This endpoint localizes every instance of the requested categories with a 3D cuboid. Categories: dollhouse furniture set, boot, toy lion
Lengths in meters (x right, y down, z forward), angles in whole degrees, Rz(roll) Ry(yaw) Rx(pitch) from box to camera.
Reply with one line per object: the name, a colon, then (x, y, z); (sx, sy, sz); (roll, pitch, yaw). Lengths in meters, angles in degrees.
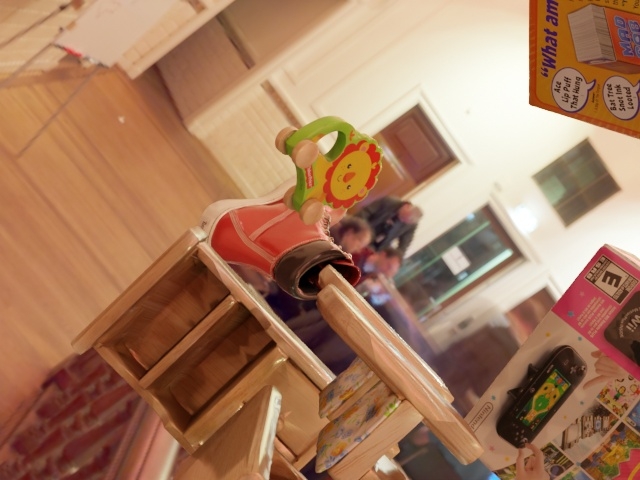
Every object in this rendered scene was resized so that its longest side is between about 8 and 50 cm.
dollhouse furniture set: (-0.065, 0.092, 0.421); (0.161, 0.212, 0.242); (46, 2, -3)
boot: (0.000, 0.000, 0.919); (0.176, 0.088, 0.244); (25, 27, 29)
toy lion: (0.013, -0.065, 0.673); (0.034, 0.096, 0.100); (41, -29, 38)

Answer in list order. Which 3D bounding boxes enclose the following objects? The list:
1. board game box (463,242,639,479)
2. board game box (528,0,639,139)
board game box: (0.299, 0.180, 0.650); (0.303, 0.224, 0.097); (42, 16, 31)
board game box: (0.490, -0.347, 0.921); (0.356, 0.356, 0.356); (26, -31, 33)
